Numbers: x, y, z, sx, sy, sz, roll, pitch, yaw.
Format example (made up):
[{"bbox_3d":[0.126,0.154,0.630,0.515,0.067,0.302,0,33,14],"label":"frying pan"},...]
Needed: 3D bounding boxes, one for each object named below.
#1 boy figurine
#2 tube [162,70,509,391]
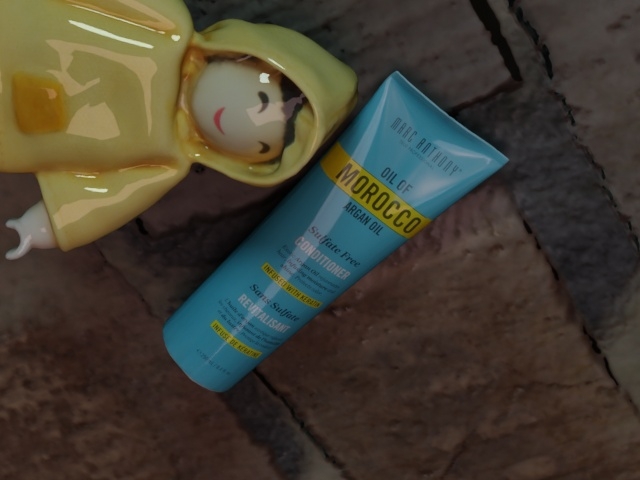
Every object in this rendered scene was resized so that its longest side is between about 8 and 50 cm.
[{"bbox_3d":[-0.125,-0.069,0.895,0.285,0.092,0.177,8,110,0],"label":"boy figurine"},{"bbox_3d":[0.000,0.000,0.969,0.080,0.052,0.207,34,116,-26],"label":"tube"}]
